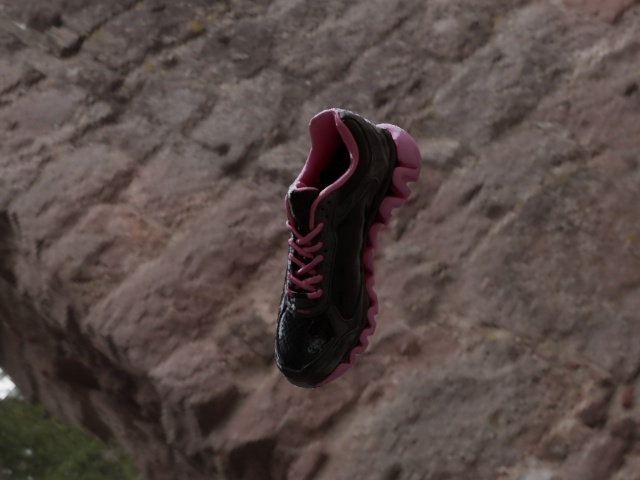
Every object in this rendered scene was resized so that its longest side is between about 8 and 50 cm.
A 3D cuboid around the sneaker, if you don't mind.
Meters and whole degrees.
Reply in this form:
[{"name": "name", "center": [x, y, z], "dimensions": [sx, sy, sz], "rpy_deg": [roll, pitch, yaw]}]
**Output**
[{"name": "sneaker", "center": [0.000, 0.000, 0.494], "dimensions": [0.057, 0.047, 0.119], "rpy_deg": [30, -108, -51]}]
